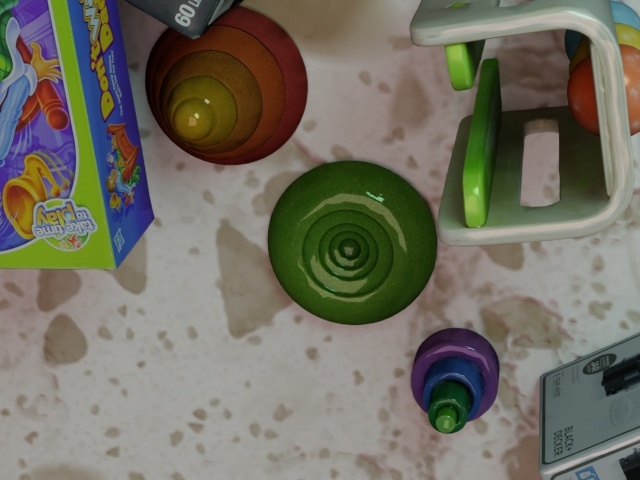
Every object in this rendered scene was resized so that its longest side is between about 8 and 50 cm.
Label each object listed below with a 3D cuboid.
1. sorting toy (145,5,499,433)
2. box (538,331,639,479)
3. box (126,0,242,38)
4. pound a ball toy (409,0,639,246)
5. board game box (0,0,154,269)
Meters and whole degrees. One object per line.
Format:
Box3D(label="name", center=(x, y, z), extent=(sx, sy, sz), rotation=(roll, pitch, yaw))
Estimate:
Box3D(label="sorting toy", center=(0.000, 0.000, 1.027), extent=(0.127, 0.126, 0.365), rotation=(-36, 99, 18))
Box3D(label="box", center=(0.297, 0.102, 0.993), extent=(0.290, 0.169, 0.087), rotation=(-27, 102, 15))
Box3D(label="box", center=(-0.144, -0.276, 0.946), extent=(0.270, 0.143, 0.165), rotation=(30, 111, -1))
Box3D(label="pound a ball toy", center=(0.128, -0.132, 0.860), extent=(0.136, 0.319, 0.208), rotation=(-6, 107, 10))
Box3D(label="board game box", center=(-0.297, -0.102, 0.938), extent=(0.347, 0.078, 0.233), rotation=(0, 116, 15))
